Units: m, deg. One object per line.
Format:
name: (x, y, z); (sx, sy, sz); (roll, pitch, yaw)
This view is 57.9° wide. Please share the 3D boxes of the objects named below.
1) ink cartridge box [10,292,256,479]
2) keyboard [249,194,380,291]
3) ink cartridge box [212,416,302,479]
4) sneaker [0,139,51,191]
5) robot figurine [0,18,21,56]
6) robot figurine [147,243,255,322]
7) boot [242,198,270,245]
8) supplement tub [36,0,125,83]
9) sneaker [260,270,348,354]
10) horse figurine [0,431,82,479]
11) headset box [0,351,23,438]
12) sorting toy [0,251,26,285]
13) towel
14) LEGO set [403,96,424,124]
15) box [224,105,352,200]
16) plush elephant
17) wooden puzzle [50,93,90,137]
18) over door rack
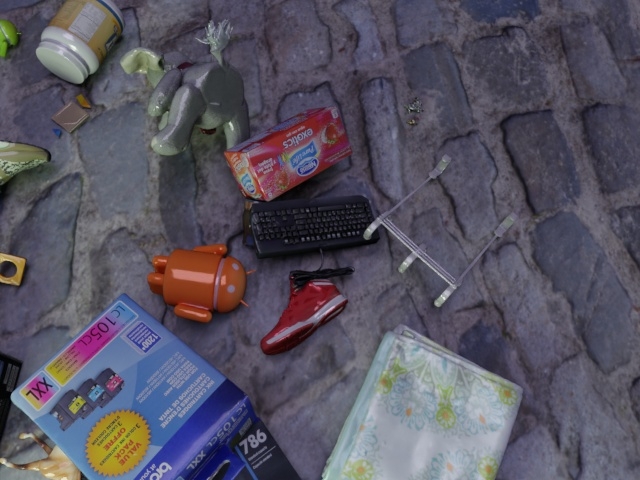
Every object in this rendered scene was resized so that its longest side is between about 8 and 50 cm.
ink cartridge box: (-0.304, 0.320, 1.038); (0.395, 0.151, 0.270); (33, 63, 20)
keyboard: (0.000, 0.000, 1.286); (0.317, 0.033, 0.202); (-8, 79, -30)
ink cartridge box: (-0.131, 0.473, 1.109); (0.165, 0.065, 0.333); (-27, 71, -40)
sneaker: (-0.786, -0.089, 1.281); (0.410, 0.158, 0.182); (-24, 93, -11)
robot figurine: (-0.817, -0.514, 1.458); (0.115, 0.067, 0.101); (-27, 65, -14)
robot figurine: (-0.254, 0.085, 1.244); (0.219, 0.158, 0.128); (9, 110, -1)
boot: (-0.078, -0.026, 1.346); (0.219, 0.082, 0.106); (11, 95, -12)
supplement tub: (-0.593, -0.505, 1.433); (0.144, 0.144, 0.200); (22, 69, 4)
sneaker: (-0.060, 0.150, 1.271); (0.221, 0.087, 0.128); (-28, 65, -27)
horse figurine: (-0.500, 0.383, 1.143); (0.174, 0.066, 0.263); (24, 71, 11)
headset box: (-0.767, 0.326, 1.106); (0.282, 0.131, 0.247); (7, 68, -1)
sorting toy: (-0.804, 0.035, 1.201); (0.347, 0.047, 0.196); (3, 98, -13)
towel: (0.214, 0.397, 1.185); (0.320, 0.090, 0.375); (26, 69, 6)
LEGO set: (0.246, -0.341, 1.505); (0.054, 0.023, 0.083); (-5, 69, -7)
box: (-0.071, -0.202, 1.329); (0.256, 0.128, 0.123); (-33, 114, -25)
plush elephant: (-0.316, -0.343, 1.355); (0.271, 0.255, 0.330); (-5, 104, -47)
wooden puzzle: (-0.615, -0.305, 1.425); (0.078, 0.014, 0.116); (41, 71, 15)
over door rack: (0.279, -0.022, 1.352); (0.239, 0.108, 0.324); (43, 58, 10)
